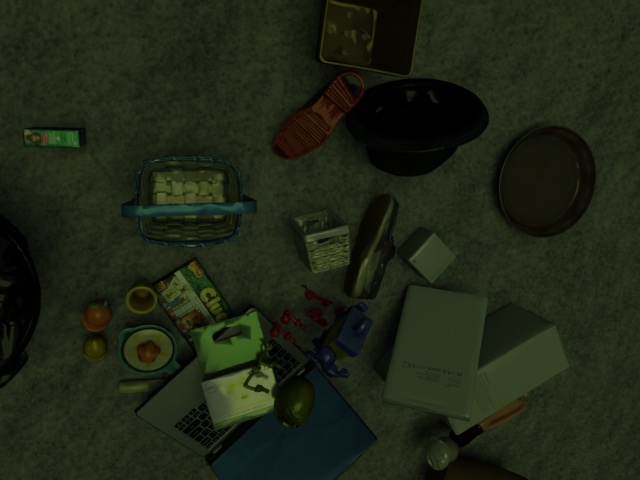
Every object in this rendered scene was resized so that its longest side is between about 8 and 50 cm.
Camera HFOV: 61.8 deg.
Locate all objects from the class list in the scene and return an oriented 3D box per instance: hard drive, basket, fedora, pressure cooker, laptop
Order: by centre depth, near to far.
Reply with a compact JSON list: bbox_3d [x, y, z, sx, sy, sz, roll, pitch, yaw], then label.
[{"bbox_3d":[-0.757,0.123,1.011,0.376,0.420,0.369,-4,82,-36],"label":"pressure cooker"},{"bbox_3d":[-0.274,-0.081,1.145,0.255,0.289,0.200,-1,96,-12],"label":"basket"},{"bbox_3d":[0.226,-0.258,1.293,0.334,0.334,0.152,-15,138,-11],"label":"fedora"},{"bbox_3d":[0.000,0.000,1.304,0.113,0.167,0.103,-14,111,-11],"label":"basket"},{"bbox_3d":[-0.152,0.449,1.306,0.382,0.236,0.408,-43,123,-4],"label":"laptop"},{"bbox_3d":[0.294,0.273,1.355,0.210,0.040,0.318,8,58,19],"label":"hard drive"}]

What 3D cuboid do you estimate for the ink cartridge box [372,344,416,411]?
[{"bbox_3d":[0.266,0.314,1.425,0.056,0.181,0.224,40,89,-29],"label":"ink cartridge box"}]

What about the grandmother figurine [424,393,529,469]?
[{"bbox_3d":[0.435,0.524,1.511,0.343,0.104,0.207,-30,144,-17],"label":"grandmother figurine"}]

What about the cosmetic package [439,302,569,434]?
[{"bbox_3d":[0.459,0.342,1.477,0.366,0.197,0.155,-27,107,-7],"label":"cosmetic package"}]

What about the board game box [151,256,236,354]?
[{"bbox_3d":[-0.296,0.183,1.332,0.136,0.030,0.259,-34,108,-8],"label":"board game box"}]

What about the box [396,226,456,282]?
[{"bbox_3d":[0.280,0.037,1.422,0.101,0.087,0.102,-47,108,-2],"label":"box"}]

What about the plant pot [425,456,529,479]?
[{"bbox_3d":[0.442,0.740,1.554,0.254,0.237,0.237,30,92,-3],"label":"plant pot"}]

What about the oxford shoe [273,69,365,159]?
[{"bbox_3d":[-0.003,-0.298,1.283,0.271,0.098,0.097,-38,109,16],"label":"oxford shoe"}]

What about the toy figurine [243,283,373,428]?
[{"bbox_3d":[0.013,0.228,1.232,0.191,0.217,0.362,45,44,-10],"label":"toy figurine"}]

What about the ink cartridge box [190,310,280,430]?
[{"bbox_3d":[-0.198,0.306,1.264,0.171,0.056,0.234,-16,94,-5],"label":"ink cartridge box"}]

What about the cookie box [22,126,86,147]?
[{"bbox_3d":[-0.565,-0.221,1.145,0.107,0.092,0.040,-2,104,-14],"label":"cookie box"}]

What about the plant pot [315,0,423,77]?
[{"bbox_3d":[0.090,-0.485,1.214,0.212,0.187,0.212,5,100,-15],"label":"plant pot"}]

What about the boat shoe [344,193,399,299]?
[{"bbox_3d":[0.146,0.022,1.382,0.093,0.103,0.285,14,101,-22],"label":"boat shoe"}]

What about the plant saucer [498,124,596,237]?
[{"bbox_3d":[0.625,-0.164,1.494,0.311,0.050,0.310,-3,103,-14],"label":"plant saucer"}]

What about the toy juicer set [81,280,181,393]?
[{"bbox_3d":[-0.443,0.270,1.265,0.209,0.089,0.328,-19,112,-9],"label":"toy juicer set"}]
